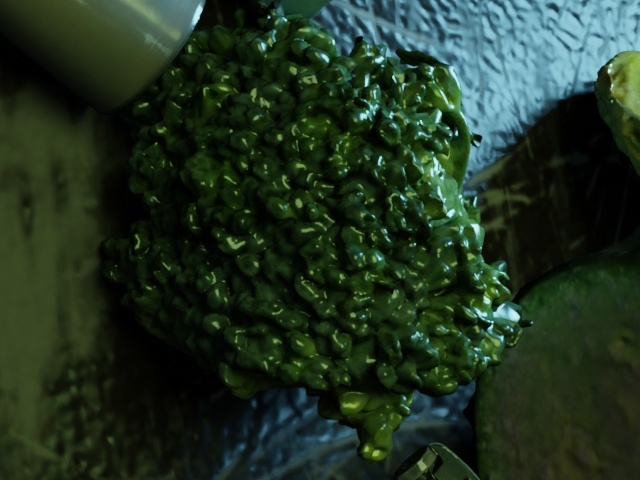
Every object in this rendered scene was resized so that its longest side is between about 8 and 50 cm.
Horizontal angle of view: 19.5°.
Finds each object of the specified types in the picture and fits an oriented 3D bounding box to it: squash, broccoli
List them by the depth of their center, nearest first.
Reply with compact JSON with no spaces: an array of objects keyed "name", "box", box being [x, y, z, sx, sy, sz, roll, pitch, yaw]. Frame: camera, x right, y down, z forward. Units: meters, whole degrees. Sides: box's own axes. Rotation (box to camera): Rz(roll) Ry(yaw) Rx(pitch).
[{"name":"broccoli","box":[0.000,0.000,1.142,0.245,0.248,0.288,48,31,-53]},{"name":"squash","box":[0.307,0.135,1.189,0.309,0.310,0.310,-10,77,-35]}]

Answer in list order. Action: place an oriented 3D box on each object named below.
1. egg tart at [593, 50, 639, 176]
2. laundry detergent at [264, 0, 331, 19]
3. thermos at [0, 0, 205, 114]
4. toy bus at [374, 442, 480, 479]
[{"name":"egg tart","box":[0.332,-0.066,1.343,0.288,0.118,0.288,24,29,-14]},{"name":"laundry detergent","box":[-0.072,-0.298,1.245,0.280,0.105,0.215,36,57,-13]},{"name":"thermos","box":[-0.184,-0.159,1.112,0.193,0.105,0.137,37,97,-25]},{"name":"toy bus","box":[0.034,0.200,1.128,0.073,0.076,0.167,49,56,-5]}]
